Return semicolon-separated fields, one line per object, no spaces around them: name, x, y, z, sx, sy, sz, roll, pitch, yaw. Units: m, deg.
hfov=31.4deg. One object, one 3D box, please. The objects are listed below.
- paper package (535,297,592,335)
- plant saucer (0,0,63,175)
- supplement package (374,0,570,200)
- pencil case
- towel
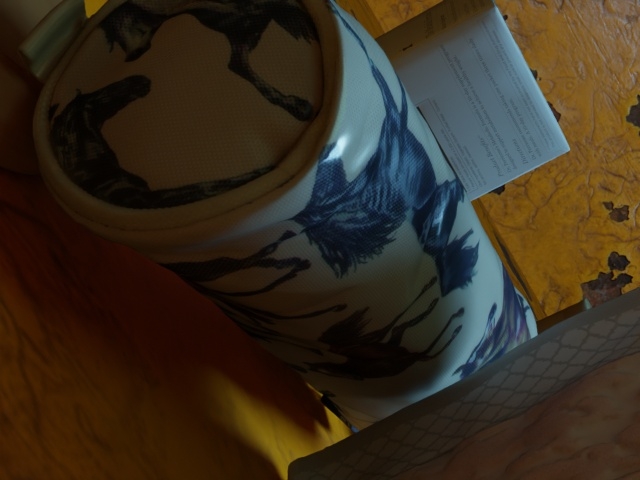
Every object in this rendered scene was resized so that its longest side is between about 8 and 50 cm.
paper package;0.331;0.280;1.377;0.309;0.168;0.325;59;13;-19
plant saucer;-0.180;-0.129;0.591;0.200;0.037;0.200;57;14;-23
supplement package;0.061;-0.092;0.951;0.134;0.244;0.139;59;13;-16
pencil case;0.000;0.000;0.672;0.410;0.184;0.159;48;59;-57
towel;0.103;0.114;0.524;0.053;0.332;0.317;59;13;-8
